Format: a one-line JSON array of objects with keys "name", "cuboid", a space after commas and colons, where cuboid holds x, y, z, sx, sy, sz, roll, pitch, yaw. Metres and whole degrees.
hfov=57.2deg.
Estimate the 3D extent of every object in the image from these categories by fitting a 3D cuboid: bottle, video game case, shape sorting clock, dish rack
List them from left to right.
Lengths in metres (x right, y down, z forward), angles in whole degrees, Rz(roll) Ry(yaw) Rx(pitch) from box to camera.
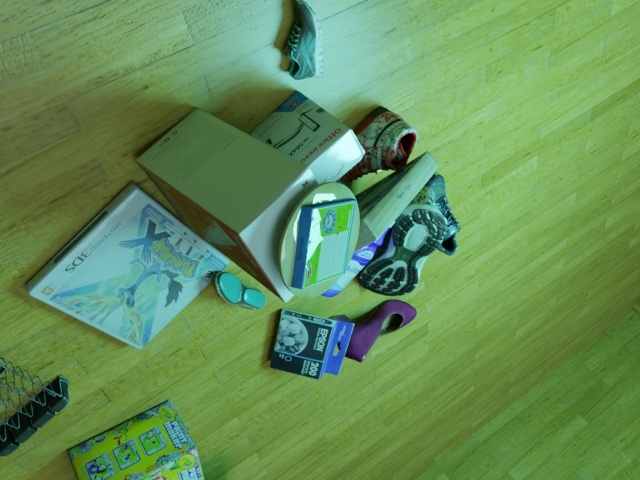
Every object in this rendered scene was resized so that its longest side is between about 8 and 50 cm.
[{"name": "dish rack", "cuboid": [-0.685, 0.338, 1.229, 0.208, 0.074, 0.271, -42, 138, -6]}, {"name": "video game case", "cuboid": [-0.399, 0.071, 1.274, 0.300, 0.036, 0.329, -44, 140, -1]}, {"name": "shape sorting clock", "cuboid": [0.000, 0.000, 1.009, 0.206, 0.040, 0.206, -31, 131, -45]}, {"name": "bottle", "cuboid": [0.083, 0.029, 1.566, 0.283, 0.092, 0.118, -48, 146, 18]}]

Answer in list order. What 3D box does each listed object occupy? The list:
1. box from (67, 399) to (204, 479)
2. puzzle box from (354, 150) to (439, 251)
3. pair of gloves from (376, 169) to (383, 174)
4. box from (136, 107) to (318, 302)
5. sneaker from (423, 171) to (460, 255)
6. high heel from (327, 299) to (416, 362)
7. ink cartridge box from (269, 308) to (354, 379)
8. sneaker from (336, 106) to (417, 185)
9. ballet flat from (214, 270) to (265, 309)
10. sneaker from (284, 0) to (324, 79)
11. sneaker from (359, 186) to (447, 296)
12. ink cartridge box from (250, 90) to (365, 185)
[{"name": "box", "cuboid": [-0.472, 0.630, 1.561, 0.279, 0.177, 0.290, -24, 135, -25]}, {"name": "puzzle box", "cuboid": [0.090, -0.055, 1.320, 0.272, 0.052, 0.409, -31, -172, 37]}, {"name": "pair of gloves", "cuboid": [0.174, -0.216, 1.537, 0.083, 0.010, 0.074, -30, 138, -14]}, {"name": "box", "cuboid": [-0.152, -0.075, 1.109, 0.168, 0.345, 0.215, -45, 140, -16]}, {"name": "sneaker", "cuboid": [0.354, -0.074, 1.716, 0.111, 0.121, 0.300, -36, 138, -12]}, {"name": "high heel", "cuboid": [0.200, 0.295, 1.843, 0.377, 0.181, 0.127, -9, 127, -35]}, {"name": "ink cartridge box", "cuboid": [-0.027, 0.303, 1.677, 0.208, 0.045, 0.206, 12, 121, -1]}, {"name": "sneaker", "cuboid": [0.109, -0.191, 1.399, 0.270, 0.145, 0.090, -46, 139, 0]}, {"name": "ballet flat", "cuboid": [-0.215, 0.129, 1.445, 0.206, 0.067, 0.073, 42, 54, -53]}, {"name": "sneaker", "cuboid": [-0.039, -0.394, 1.179, 0.076, 0.065, 0.166, -25, 134, -17]}, {"name": "sneaker", "cuboid": [0.241, 0.008, 1.672, 0.158, 0.182, 0.410, 25, 136, -6]}, {"name": "ink cartridge box", "cuboid": [-0.030, -0.203, 1.230, 0.148, 0.203, 0.086, -43, 139, -4]}]
